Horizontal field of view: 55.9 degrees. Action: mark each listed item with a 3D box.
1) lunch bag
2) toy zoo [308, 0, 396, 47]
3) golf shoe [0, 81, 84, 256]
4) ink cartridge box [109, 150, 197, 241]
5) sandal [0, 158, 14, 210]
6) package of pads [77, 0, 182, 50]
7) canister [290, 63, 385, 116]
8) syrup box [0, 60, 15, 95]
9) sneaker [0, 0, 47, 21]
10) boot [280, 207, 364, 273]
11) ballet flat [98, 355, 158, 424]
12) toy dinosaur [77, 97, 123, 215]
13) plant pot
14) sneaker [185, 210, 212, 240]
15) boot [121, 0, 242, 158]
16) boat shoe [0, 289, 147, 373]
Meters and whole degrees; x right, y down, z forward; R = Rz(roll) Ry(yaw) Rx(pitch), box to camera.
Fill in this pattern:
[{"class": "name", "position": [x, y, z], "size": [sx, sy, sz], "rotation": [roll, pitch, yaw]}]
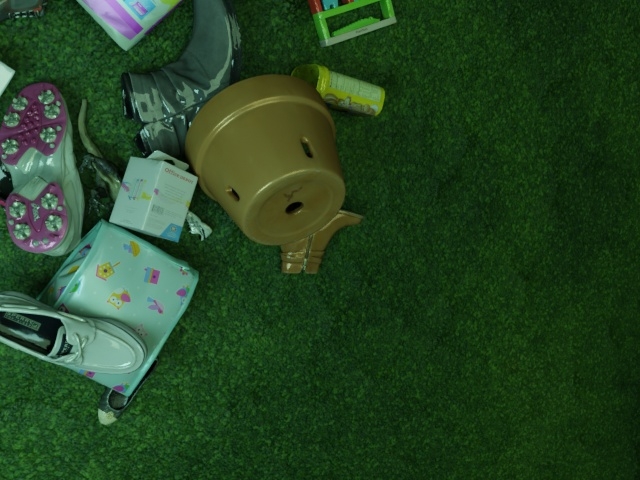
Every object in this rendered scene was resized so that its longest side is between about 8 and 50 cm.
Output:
[{"class": "lunch bag", "position": [-0.379, 0.113, 1.111], "size": [0.223, 0.160, 0.262], "rotation": [35, 88, -29]}, {"class": "toy zoo", "position": [0.044, -0.582, 1.275], "size": [0.192, 0.030, 0.293], "rotation": [-27, 112, -22]}, {"class": "golf shoe", "position": [-0.469, -0.117, 1.037], "size": [0.115, 0.140, 0.306], "rotation": [-5, 76, 0]}, {"class": "ink cartridge box", "position": [-0.294, -0.082, 1.079], "size": [0.092, 0.090, 0.143], "rotation": [27, 77, -57]}, {"class": "sandal", "position": [-0.538, -0.087, 1.046], "size": [0.067, 0.040, 0.179], "rotation": [-46, 118, -15]}, {"class": "package of pads", "position": [-0.341, -0.504, 0.988], "size": [0.229, 0.101, 0.296], "rotation": [-36, 120, 14]}, {"class": "canister", "position": [0.035, -0.312, 1.271], "size": [0.170, 0.126, 0.073], "rotation": [8, 96, -32]}, {"class": "syrup box", "position": [-0.593, -0.198, 0.962], "size": [0.093, 0.096, 0.236], "rotation": [32, 85, -30]}, {"class": "sneaker", "position": [-0.493, -0.392, 1.001], "size": [0.158, 0.061, 0.065], "rotation": [-45, 124, -13]}, {"class": "boot", "position": [0.000, 0.000, 1.349], "size": [0.197, 0.073, 0.152], "rotation": [1, 99, -17]}, {"class": "ballet flat", "position": [-0.386, 0.292, 1.204], "size": [0.057, 0.049, 0.173], "rotation": [38, 81, -29]}, {"class": "toy dinosaur", "position": [-0.391, -0.118, 1.091], "size": [0.064, 0.118, 0.268], "rotation": [-19, 111, 11]}, {"class": "plant pot", "position": [-0.084, -0.127, 1.121], "size": [0.291, 0.203, 0.290], "rotation": [-19, 147, -13]}, {"class": "sneaker", "position": [-0.258, -0.031, 1.219], "size": [0.083, 0.032, 0.037], "rotation": [43, 78, -28]}, {"class": "boot", "position": [-0.261, -0.316, 1.116], "size": [0.223, 0.118, 0.337], "rotation": [-13, 103, -22]}, {"class": "boat shoe", "position": [-0.411, 0.157, 0.973], "size": [0.268, 0.088, 0.096], "rotation": [29, 93, -18]}]
